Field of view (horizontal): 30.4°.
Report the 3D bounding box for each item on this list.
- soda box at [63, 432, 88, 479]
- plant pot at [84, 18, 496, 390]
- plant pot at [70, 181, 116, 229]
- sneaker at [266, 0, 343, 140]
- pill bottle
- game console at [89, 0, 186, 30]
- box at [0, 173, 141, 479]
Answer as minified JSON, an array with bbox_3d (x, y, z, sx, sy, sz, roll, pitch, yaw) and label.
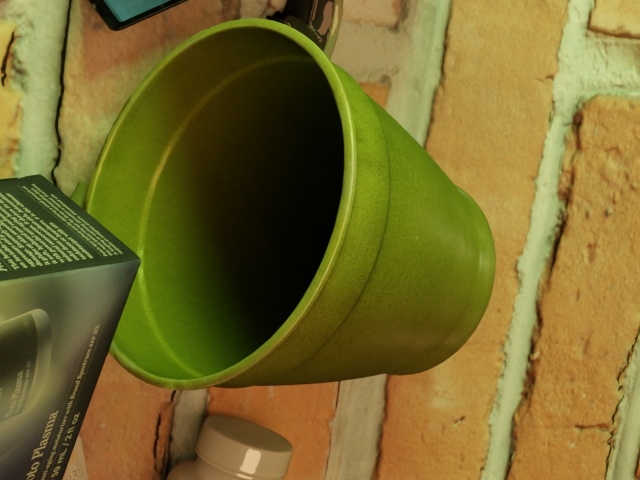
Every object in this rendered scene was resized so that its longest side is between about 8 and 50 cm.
[{"bbox_3d":[-0.309,0.186,1.322,0.062,0.058,0.183,-13,109,-20],"label":"soda box"},{"bbox_3d":[0.000,0.000,1.255,0.353,0.366,0.367,19,95,-47],"label":"plant pot"},{"bbox_3d":[-0.253,-0.020,1.290,0.083,0.083,0.079,23,81,-27],"label":"plant pot"},{"bbox_3d":[-0.052,-0.227,1.317,0.118,0.083,0.222,8,101,-25],"label":"sneaker"},{"bbox_3d":[-0.128,0.353,1.392,0.152,0.152,0.272,16,96,-26],"label":"pill bottle"},{"bbox_3d":[-0.194,-0.295,1.243,0.122,0.071,0.107,-28,113,-16],"label":"game console"},{"bbox_3d":[-0.366,0.114,1.100,0.294,0.182,0.296,-10,129,-51],"label":"box"}]
